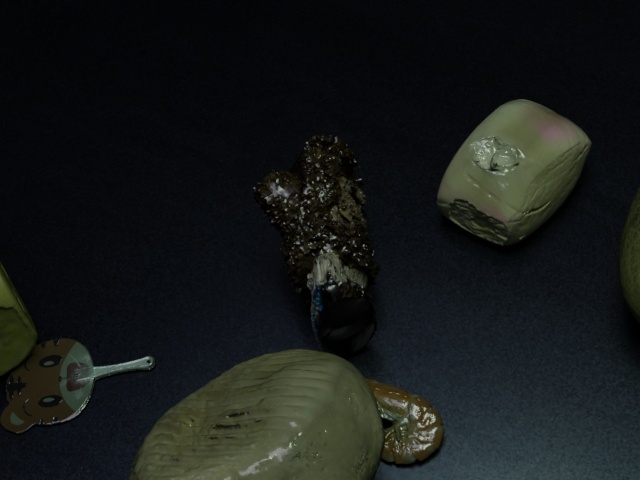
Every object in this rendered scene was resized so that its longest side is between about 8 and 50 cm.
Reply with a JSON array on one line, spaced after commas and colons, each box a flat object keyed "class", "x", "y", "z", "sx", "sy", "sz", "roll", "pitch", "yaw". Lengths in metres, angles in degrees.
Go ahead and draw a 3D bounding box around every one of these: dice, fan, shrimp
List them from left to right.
[{"class": "dice", "x": -0.516, "y": 0.098, "z": 1.812, "sx": 0.166, "sy": 0.169, "sz": 0.169, "roll": -29, "pitch": 53, "yaw": -12}, {"class": "fan", "x": -0.348, "y": 0.196, "z": 1.823, "sx": 0.227, "sy": 0.008, "sz": 0.152, "roll": -10, "pitch": 53, "yaw": 1}, {"class": "shrimp", "x": 0.083, "y": 0.238, "z": 1.724, "sx": 0.180, "sy": 0.041, "sz": 0.099, "roll": 28, "pitch": 77, "yaw": 23}]

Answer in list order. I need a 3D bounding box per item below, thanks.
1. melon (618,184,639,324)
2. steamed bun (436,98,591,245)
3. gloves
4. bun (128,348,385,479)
[{"class": "melon", "x": 0.534, "y": -0.004, "z": 1.708, "sx": 0.248, "sy": 0.248, "sz": 0.329, "roll": 23, "pitch": 67, "yaw": 22}, {"class": "steamed bun", "x": 0.286, "y": -0.117, "z": 1.876, "sx": 0.170, "sy": 0.152, "sz": 0.238, "roll": 33, "pitch": 67, "yaw": 26}, {"class": "gloves", "x": 0.004, "y": -0.004, "z": 1.800, "sx": 0.135, "sy": 0.210, "sz": 0.312, "roll": -20, "pitch": 50, "yaw": 22}, {"class": "bun", "x": -0.064, "y": 0.283, "z": 1.570, "sx": 0.326, "sy": 0.234, "sz": 0.362, "roll": -29, "pitch": 17, "yaw": 21}]
